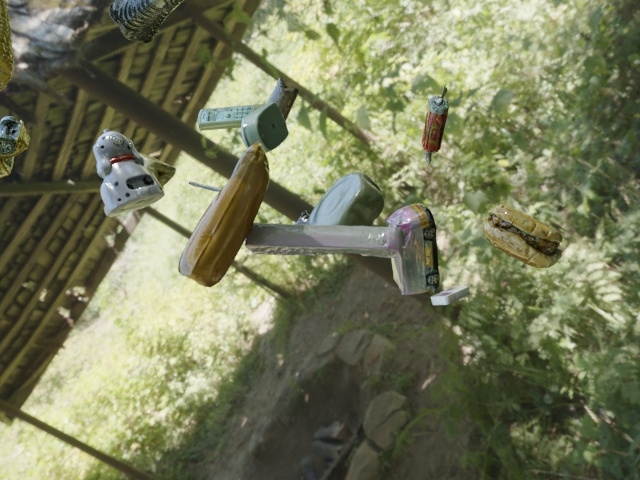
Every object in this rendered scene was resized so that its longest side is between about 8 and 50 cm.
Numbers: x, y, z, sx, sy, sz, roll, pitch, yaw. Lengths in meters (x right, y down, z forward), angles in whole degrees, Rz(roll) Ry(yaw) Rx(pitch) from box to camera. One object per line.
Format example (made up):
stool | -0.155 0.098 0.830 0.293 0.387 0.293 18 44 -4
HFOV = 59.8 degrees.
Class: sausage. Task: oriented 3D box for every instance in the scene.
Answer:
sausage | -0.205 -0.064 1.283 0.354 0.116 0.134 -61 -9 -1

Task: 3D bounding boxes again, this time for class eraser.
eraser | 0.366 0.155 1.567 0.105 0.026 0.065 -17 1 -36

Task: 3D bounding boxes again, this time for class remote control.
remote control | -0.284 -0.404 1.824 0.098 0.233 0.038 -93 -2 -45

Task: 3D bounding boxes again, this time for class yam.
yam | -0.197 -0.608 2.572 0.280 0.131 0.131 -56 9 35

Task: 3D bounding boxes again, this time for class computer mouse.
computer mouse | -0.172 -0.331 1.671 0.079 0.128 0.231 -9 22 26

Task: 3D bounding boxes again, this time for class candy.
candy | 0.353 -0.355 1.720 0.086 0.059 0.292 -86 -1 -49

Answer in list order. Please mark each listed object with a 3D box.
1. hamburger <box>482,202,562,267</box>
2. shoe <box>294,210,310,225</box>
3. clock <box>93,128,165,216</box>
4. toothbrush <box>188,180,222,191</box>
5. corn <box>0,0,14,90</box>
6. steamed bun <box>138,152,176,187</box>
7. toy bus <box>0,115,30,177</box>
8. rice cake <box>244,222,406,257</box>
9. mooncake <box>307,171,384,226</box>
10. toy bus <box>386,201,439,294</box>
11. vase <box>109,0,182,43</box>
hamburger | 0.632 -0.013 1.747 0.283 0.259 0.145 -9 -54 -62
shoe | -0.059 -0.088 2.492 0.169 0.071 0.099 -31 66 25
clock | -0.615 -0.217 1.710 0.188 0.254 0.189 -27 -3 -1
toothbrush | -0.400 -0.201 2.244 0.027 0.269 0.021 108 176 -72
corn | -0.644 -0.424 1.017 0.144 0.387 0.144 -22 -21 -9
steamed bun | -0.697 -0.260 2.263 0.155 0.140 0.172 -67 -23 3
toy bus | -0.922 -0.206 1.448 0.335 0.123 0.121 -19 44 -3
rice cake | 0.001 0.000 1.318 0.064 0.398 0.070 74 -161 -62
mooncake | 0.082 -0.084 1.709 0.275 0.135 0.275 -46 22 25
toy bus | 0.375 0.042 2.280 0.171 0.162 0.386 -125 21 -57
vase | -0.315 -0.497 1.126 0.237 0.115 0.115 -11 40 40
